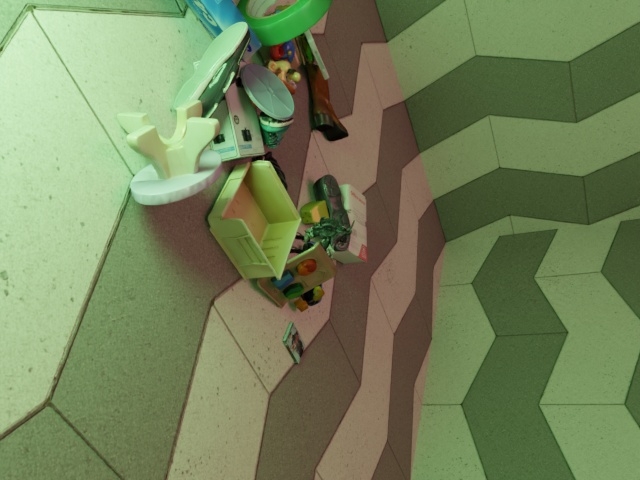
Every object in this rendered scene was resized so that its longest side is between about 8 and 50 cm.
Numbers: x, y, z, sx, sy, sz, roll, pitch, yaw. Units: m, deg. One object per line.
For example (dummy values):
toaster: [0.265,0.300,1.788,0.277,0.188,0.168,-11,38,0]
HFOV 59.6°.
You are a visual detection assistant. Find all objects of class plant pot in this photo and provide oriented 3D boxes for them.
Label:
plant pot: [-0.028,-0.097,2.083,0.083,0.081,0.081,-29,110,-52]

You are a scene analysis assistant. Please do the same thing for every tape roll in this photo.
tape roll: [-0.117,-0.761,1.790,0.077,0.321,0.321,52,38,-47]

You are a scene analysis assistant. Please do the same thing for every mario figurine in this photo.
mario figurine: [-0.106,-0.618,1.897,0.198,0.170,0.320,19,76,-50]

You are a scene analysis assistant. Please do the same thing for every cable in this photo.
cable: [-0.165,-0.197,1.848,0.150,0.047,0.184,-49,127,-59]

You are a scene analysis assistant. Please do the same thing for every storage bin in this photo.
storage bin: [-0.190,-0.061,1.662,0.262,0.123,0.260,-72,146,-43]

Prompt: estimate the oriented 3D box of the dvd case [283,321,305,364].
dvd case: [-0.088,0.348,1.892,0.119,0.013,0.087,65,29,-31]

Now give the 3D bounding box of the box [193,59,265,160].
box: [-0.263,-0.382,1.640,0.169,0.087,0.290,-24,105,-65]

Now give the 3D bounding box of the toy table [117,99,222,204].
toy table: [-0.338,-0.210,1.282,0.274,0.252,0.160,-73,164,-58]

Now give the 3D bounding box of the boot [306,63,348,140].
boot: [0.023,-0.576,2.367,0.264,0.096,0.280,10,66,-57]

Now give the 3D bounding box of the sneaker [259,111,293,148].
sneaker: [-0.145,-0.348,1.787,0.275,0.107,0.110,-107,-153,-82]

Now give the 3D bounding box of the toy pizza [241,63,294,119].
toy pizza: [-0.161,-0.440,1.675,0.201,0.032,0.201,30,42,-32]

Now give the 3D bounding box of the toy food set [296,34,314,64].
toy food set: [-0.054,-0.762,2.211,0.192,0.039,0.132,-77,151,-68]

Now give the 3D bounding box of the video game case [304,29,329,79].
video game case: [-0.032,-0.785,2.221,0.206,0.026,0.227,56,13,-57]

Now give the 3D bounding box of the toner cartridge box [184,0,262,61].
toner cartridge box: [-0.311,-0.658,1.522,0.075,0.165,0.348,-46,140,-4]

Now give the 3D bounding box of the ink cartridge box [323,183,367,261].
ink cartridge box: [0.105,-0.063,2.311,0.207,0.117,0.283,29,57,-60]

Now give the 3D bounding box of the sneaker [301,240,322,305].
sneaker: [-0.035,0.117,1.995,0.090,0.081,0.232,4,81,-72]

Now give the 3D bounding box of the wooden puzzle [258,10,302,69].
wooden puzzle: [-0.157,-0.694,2.028,0.221,0.044,0.238,67,33,-31]

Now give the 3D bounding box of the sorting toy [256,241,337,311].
sorting toy: [-0.050,0.140,1.804,0.041,0.229,0.307,59,2,34]

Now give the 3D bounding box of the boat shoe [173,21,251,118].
boat shoe: [-0.274,-0.445,1.498,0.302,0.114,0.091,-53,135,-4]

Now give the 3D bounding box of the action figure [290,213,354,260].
action figure: [0.000,0.000,1.870,0.141,0.276,0.164,56,35,-42]

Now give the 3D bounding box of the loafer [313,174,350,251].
loafer: [0.040,-0.100,2.172,0.109,0.095,0.302,-7,83,-40]
